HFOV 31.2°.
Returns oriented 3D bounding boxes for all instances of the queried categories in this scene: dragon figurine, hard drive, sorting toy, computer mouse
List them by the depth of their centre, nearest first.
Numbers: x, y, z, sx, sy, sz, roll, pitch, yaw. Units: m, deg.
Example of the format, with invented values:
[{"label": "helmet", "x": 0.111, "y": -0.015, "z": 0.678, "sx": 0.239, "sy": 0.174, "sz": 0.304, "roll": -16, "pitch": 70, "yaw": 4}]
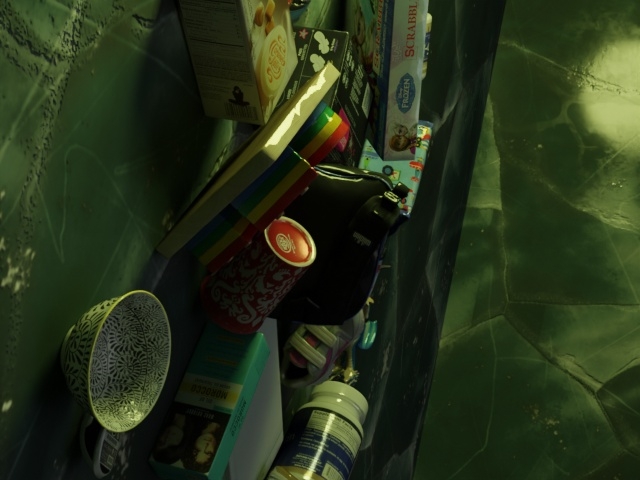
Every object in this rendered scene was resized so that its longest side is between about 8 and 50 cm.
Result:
[{"label": "computer mouse", "x": -0.274, "y": 0.205, "z": 1.462, "sx": 0.106, "sy": 0.042, "sz": 0.193, "roll": 77, "pitch": 23, "yaw": -64}, {"label": "sorting toy", "x": -0.075, "y": -0.090, "z": 1.584, "sx": 0.255, "sy": 0.089, "sz": 0.257, "roll": -39, "pitch": -168, "yaw": 38}, {"label": "hard drive", "x": -0.128, "y": 0.296, "z": 1.991, "sx": 0.233, "sy": 0.047, "sz": 0.353, "roll": -60, "pitch": 155, "yaw": -48}, {"label": "dragon figurine", "x": 0.076, "y": 0.188, "z": 2.535, "sx": 0.144, "sy": 0.085, "sz": 0.289, "roll": 81, "pitch": 26, "yaw": -50}]

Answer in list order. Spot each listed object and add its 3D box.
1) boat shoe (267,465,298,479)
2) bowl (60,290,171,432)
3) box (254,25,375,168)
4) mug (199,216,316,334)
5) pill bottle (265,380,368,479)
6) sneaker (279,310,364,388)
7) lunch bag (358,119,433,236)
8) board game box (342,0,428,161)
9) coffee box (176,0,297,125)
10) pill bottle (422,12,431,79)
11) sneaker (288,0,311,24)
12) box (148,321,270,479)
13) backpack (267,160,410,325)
[{"label": "boat shoe", "x": -0.093, "y": 0.510, "z": 2.140, "sx": 0.096, "sy": 0.098, "sz": 0.277, "roll": -47, "pitch": 160, "yaw": -26}, {"label": "bowl", "x": -0.258, "y": 0.140, "z": 1.378, "sx": 0.170, "sy": 0.080, "sz": 0.170, "roll": -26, "pitch": 119, "yaw": -60}, {"label": "box", "x": -0.013, "y": -0.227, "z": 1.873, "sx": 0.247, "sy": 0.142, "sz": 0.163, "roll": 53, "pitch": 49, "yaw": -70}, {"label": "mug", "x": -0.102, "y": 0.036, "z": 1.706, "sx": 0.169, "sy": 0.150, "sz": 0.113, "roll": -46, "pitch": 174, "yaw": 38}, {"label": "pill bottle", "x": -0.001, "y": 0.421, "z": 2.310, "sx": 0.153, "sy": 0.153, "sz": 0.265, "roll": 85, "pitch": 23, "yaw": -44}, {"label": "sneaker", "x": -0.004, "y": 0.194, "z": 2.160, "sx": 0.111, "sy": 0.103, "sz": 0.252, "roll": -27, "pitch": 147, "yaw": -53}, {"label": "lunch bag", "x": 0.153, "y": -0.131, "z": 2.571, "sx": 0.293, "sy": 0.138, "sz": 0.221, "roll": 85, "pitch": 19, "yaw": -77}, {"label": "board game box", "x": 0.106, "y": -0.347, "z": 2.053, "sx": 0.318, "sy": 0.065, "sz": 0.319, "roll": -118, "pitch": -153, "yaw": -61}, {"label": "coffee box", "x": -0.111, "y": -0.297, "z": 1.569, "sx": 0.246, "sy": 0.098, "sz": 0.141, "roll": 81, "pitch": 25, "yaw": -50}, {"label": "pill bottle", "x": 0.173, "y": -0.391, "z": 2.437, "sx": 0.112, "sy": 0.112, "sz": 0.187, "roll": -46, "pitch": 143, "yaw": -62}, {"label": "sneaker", "x": -0.058, "y": -0.414, "z": 1.730, "sx": 0.125, "sy": 0.104, "sz": 0.262, "roll": 126, "pitch": -18, "yaw": -53}, {"label": "box", "x": -0.166, "y": 0.248, "z": 1.741, "sx": 0.060, "sy": 0.100, "sz": 0.244, "roll": 75, "pitch": 30, "yaw": -54}, {"label": "backpack", "x": -0.016, "y": -0.001, "z": 1.858, "sx": 0.213, "sy": 0.276, "sz": 0.263, "roll": -59, "pitch": 161, "yaw": -81}]
